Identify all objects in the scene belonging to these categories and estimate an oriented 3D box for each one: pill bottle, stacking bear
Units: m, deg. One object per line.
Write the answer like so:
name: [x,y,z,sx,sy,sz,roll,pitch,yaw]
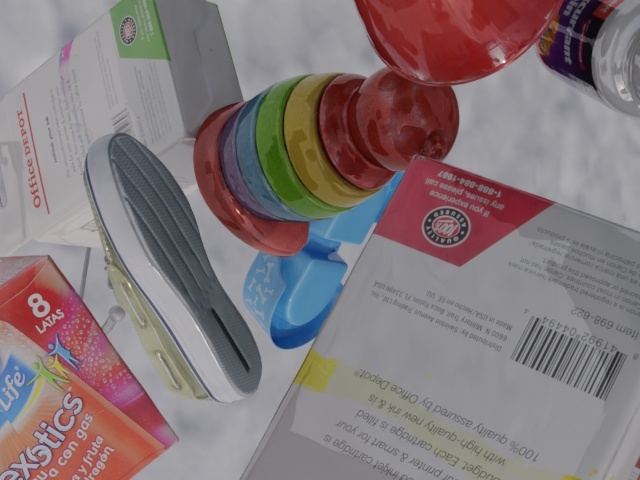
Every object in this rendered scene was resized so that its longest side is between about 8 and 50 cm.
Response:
pill bottle: [0.259,-0.160,1.051,0.193,0.108,0.108,-126,-157,-65]
stacking bear: [0.020,-0.102,1.306,0.164,0.289,0.175,16,68,-43]

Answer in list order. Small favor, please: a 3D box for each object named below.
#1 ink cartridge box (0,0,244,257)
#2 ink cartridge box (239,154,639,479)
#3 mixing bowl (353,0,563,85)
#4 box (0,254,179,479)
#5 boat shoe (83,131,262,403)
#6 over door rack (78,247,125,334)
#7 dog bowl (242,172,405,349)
ink cartridge box: [-0.257,-0.125,1.525,0.119,0.353,0.207,8,60,-50]
ink cartridge box: [0.127,0.160,1.061,0.385,0.279,0.160,-61,148,-10]
mixing bowl: [0.087,-0.217,0.948,0.098,0.181,0.181,28,66,-56]
box: [-0.236,0.107,0.895,0.142,0.300,0.154,-37,102,-20]
boat shoe: [-0.161,0.040,1.235,0.302,0.094,0.109,65,27,-20]
over door rack: [-0.361,0.034,1.578,0.239,0.108,0.324,24,56,-48]
dog bowl: [0.000,0.000,1.684,0.166,0.074,0.297,11,111,-59]
